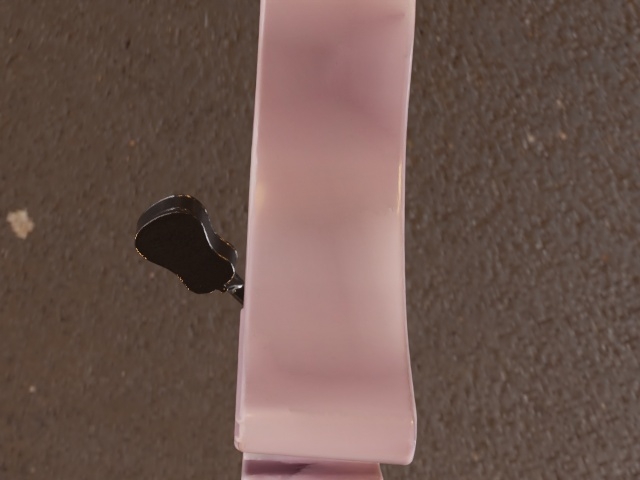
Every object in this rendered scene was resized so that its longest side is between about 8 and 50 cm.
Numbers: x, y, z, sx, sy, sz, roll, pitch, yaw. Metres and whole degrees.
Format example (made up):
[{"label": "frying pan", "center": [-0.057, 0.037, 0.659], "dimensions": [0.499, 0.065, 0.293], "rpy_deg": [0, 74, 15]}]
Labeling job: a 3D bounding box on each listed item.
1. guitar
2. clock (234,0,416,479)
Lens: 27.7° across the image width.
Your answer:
[{"label": "guitar", "center": [-0.100, 0.052, 1.459], "dimensions": [0.084, 0.038, 0.271], "rpy_deg": [-30, 125, 22]}, {"label": "clock", "center": [0.000, 0.000, 0.661], "dimensions": [0.080, 0.290, 0.275], "rpy_deg": [2, 121, -4]}]
